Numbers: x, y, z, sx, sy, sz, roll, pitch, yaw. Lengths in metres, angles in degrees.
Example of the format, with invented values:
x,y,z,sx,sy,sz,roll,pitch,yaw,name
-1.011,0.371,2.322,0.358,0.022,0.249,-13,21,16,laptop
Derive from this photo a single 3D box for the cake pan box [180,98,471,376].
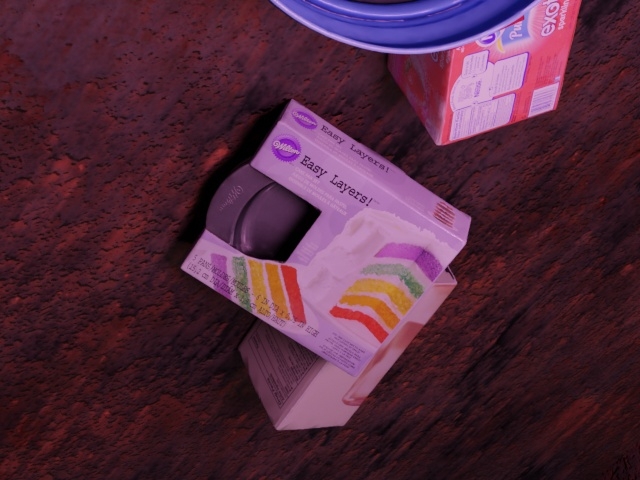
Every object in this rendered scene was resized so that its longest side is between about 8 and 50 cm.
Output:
x,y,z,sx,sy,sz,roll,pitch,yaw,name
0.000,0.000,1.480,0.267,0.070,0.246,34,119,-7,cake pan box

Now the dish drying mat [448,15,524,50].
x,y,z,sx,sy,sz,roll,pitch,yaw,name
0.161,-0.211,1.245,0.083,0.008,0.032,-24,146,-5,dish drying mat

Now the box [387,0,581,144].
x,y,z,sx,sy,sz,roll,pitch,yaw,name
0.169,-0.261,1.320,0.154,0.142,0.300,-19,145,-15,box

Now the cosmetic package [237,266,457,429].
x,y,z,sx,sy,sz,roll,pitch,yaw,name
0.030,0.102,1.683,0.129,0.153,0.296,4,135,-39,cosmetic package

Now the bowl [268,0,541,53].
x,y,z,sx,sy,sz,roll,pitch,yaw,name
0.075,-0.352,1.052,0.391,0.077,0.391,-8,113,-18,bowl
